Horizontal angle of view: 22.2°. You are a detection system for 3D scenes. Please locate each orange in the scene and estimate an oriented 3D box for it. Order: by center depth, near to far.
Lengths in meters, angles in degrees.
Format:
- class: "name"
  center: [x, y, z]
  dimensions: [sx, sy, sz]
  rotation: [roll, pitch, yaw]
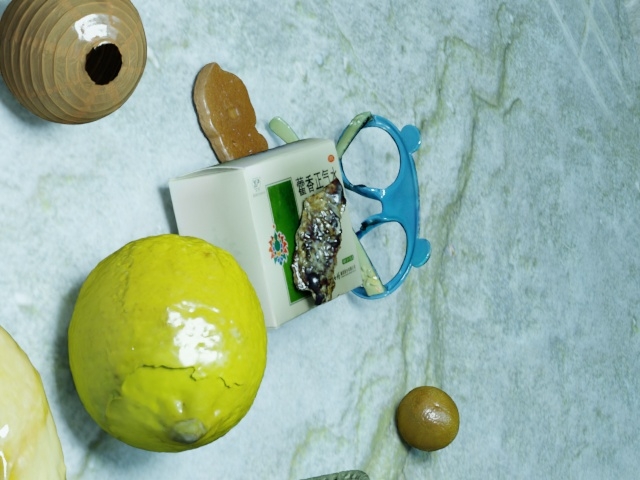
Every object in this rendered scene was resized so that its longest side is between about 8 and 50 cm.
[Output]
- class: "orange"
  center: [0.127, 0.212, 1.932]
  dimensions: [0.085, 0.085, 0.085]
  rotation: [38, 44, -48]

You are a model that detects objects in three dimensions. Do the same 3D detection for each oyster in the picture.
- class: "oyster"
  center: [0.001, 0.000, 1.645]
  dimensions: [0.086, 0.029, 0.132]
  rotation: [6, 79, -61]

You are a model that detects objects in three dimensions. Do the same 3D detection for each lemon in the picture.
- class: "lemon"
  center: [-0.133, 0.088, 1.420]
  dimensions: [0.180, 0.180, 0.193]
  rotation: [7, 70, -60]

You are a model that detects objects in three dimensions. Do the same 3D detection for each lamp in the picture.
- class: "lamp"
  center: [-0.219, -0.169, 1.439]
  dimensions: [0.136, 0.136, 0.136]
  rotation: [38, 44, -48]

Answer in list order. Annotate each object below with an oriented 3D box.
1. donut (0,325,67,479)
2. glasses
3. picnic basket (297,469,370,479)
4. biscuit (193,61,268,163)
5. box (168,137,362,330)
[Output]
- class: "donut"
  center: [-0.309, 0.184, 0.985]
  dimensions: [0.449, 0.198, 0.449]
  rotation: [-13, 90, -71]
- class: "glasses"
  center: [0.013, -0.058, 1.891]
  dimensions: [0.207, 0.102, 0.239]
  rotation: [14, 61, -27]
- class: "picnic basket"
  center: [0.017, 0.344, 1.594]
  dimensions: [0.196, 0.134, 0.154]
  rotation: [63, 28, -18]
- class: "biscuit"
  center: [-0.098, -0.129, 1.761]
  dimensions: [0.130, 0.019, 0.102]
  rotation: [66, 29, -14]
- class: "box"
  center: [-0.052, -0.007, 1.681]
  dimensions: [0.212, 0.095, 0.168]
  rotation: [-24, 102, -62]
